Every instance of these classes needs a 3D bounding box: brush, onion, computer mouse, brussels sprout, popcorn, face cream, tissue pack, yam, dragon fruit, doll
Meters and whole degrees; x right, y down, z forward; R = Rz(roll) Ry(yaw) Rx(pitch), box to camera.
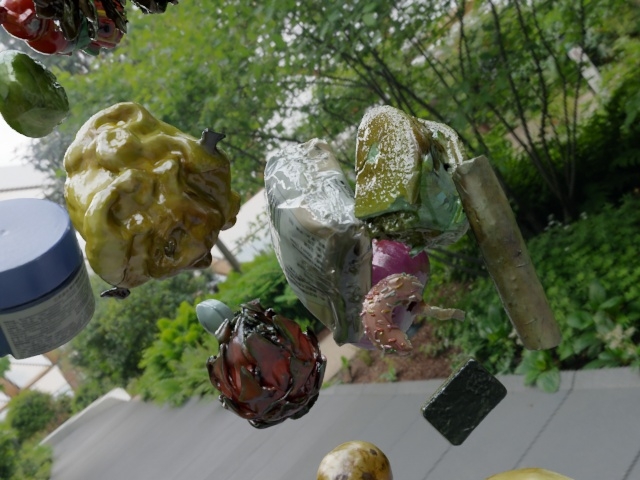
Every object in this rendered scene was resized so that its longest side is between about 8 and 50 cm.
[{"bbox_3d":[0.346,0.388,1.436,0.197,0.123,0.059,-46,-10,-4],"label":"brush"},{"bbox_3d":[0.190,0.144,1.703,0.344,0.359,0.358,8,38,44],"label":"onion"},{"bbox_3d":[-0.297,0.266,1.816,0.127,0.231,0.079,7,52,42],"label":"computer mouse"},{"bbox_3d":[-0.705,-0.351,1.429,0.161,0.223,0.223,-41,3,-12],"label":"brussels sprout"},{"bbox_3d":[-0.251,-0.076,0.960,0.281,0.316,0.297,-44,-39,23],"label":"popcorn"},{"bbox_3d":[-0.580,0.075,1.145,0.249,0.248,0.225,-40,-39,-42],"label":"face cream"},{"bbox_3d":[0.000,0.000,1.358,0.194,0.376,0.390,-14,-43,-15],"label":"tissue pack"},{"bbox_3d":[0.280,0.023,0.896,0.071,0.318,0.067,-20,7,42],"label":"yam"},{"bbox_3d":[-0.083,0.190,0.907,0.182,0.188,0.182,-53,13,18],"label":"dragon fruit"},{"bbox_3d":[-0.622,-0.529,1.405,0.183,0.160,0.363,-61,-10,27],"label":"doll"}]

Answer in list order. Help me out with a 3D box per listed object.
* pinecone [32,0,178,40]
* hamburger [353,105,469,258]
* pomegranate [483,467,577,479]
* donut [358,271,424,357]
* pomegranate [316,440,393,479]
[{"bbox_3d":[-0.402,-0.580,1.162,0.384,0.384,0.384,-38,3,2],"label":"pinecone"},{"bbox_3d":[0.178,-0.113,1.083,0.167,0.288,0.192,9,-10,-41],"label":"hamburger"},{"bbox_3d":[0.375,0.548,1.004,0.332,0.333,0.332,-38,3,2],"label":"pomegranate"},{"bbox_3d":[0.133,0.142,1.144,0.116,0.166,0.065,3,-7,-10],"label":"donut"},{"bbox_3d":[0.092,0.663,1.625,0.215,0.215,0.215,-38,3,2],"label":"pomegranate"}]
